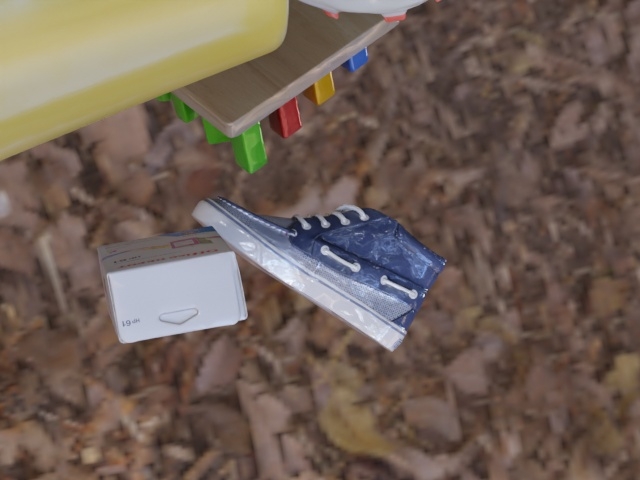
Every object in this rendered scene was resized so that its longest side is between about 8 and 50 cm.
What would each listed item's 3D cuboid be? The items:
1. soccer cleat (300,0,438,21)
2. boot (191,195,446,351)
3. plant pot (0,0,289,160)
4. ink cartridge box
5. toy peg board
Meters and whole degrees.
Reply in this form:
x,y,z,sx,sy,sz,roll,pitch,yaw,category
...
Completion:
x,y,z,sx,sy,sz,roll,pitch,yaw,category
0.071,-0.153,0.870,0.076,0.196,0.068,67,24,-52,soccer cleat
0.000,0.000,1.402,0.190,0.069,0.086,33,86,-12,boot
-0.147,-0.141,0.775,0.239,0.254,0.254,-12,87,-7,plant pot
-0.105,0.029,1.272,0.088,0.122,0.052,-11,101,-9,ink cartridge box
-0.050,-0.139,1.356,0.161,0.161,0.079,-36,144,-21,toy peg board
